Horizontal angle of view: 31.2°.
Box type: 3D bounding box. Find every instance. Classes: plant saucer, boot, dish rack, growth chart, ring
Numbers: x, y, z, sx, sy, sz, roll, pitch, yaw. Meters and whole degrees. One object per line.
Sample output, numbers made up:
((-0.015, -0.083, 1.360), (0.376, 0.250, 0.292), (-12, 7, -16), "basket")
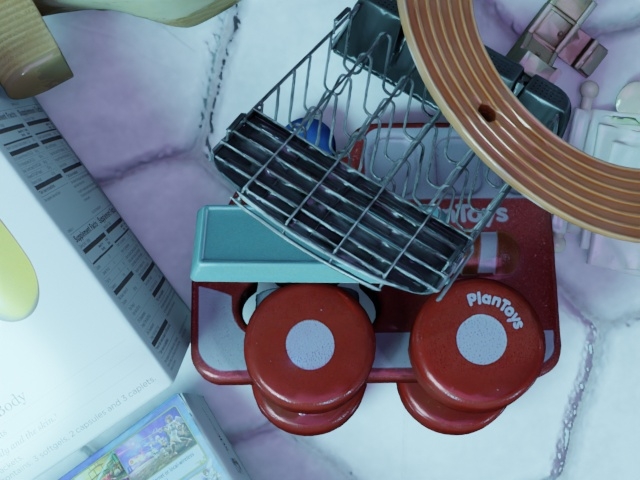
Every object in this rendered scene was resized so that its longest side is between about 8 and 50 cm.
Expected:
((0.000, 0.000, 0.856), (0.192, 0.018, 0.067), (0, 54, 2), "plant saucer")
((-0.175, -0.259, 0.902), (0.295, 0.104, 0.211), (-29, 81, -13), "boot")
((0.054, -0.068, 0.843), (0.208, 0.271, 0.074), (31, 141, 11), "dish rack")
((0.312, -0.034, 0.985), (0.237, 0.021, 0.172), (18, 98, -4), "growth chart")
((0.203, -0.146, 0.867), (0.337, 0.032, 0.336), (11, 62, -21), "ring")

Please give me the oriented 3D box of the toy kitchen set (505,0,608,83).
((0.205, -0.158, 0.935), (0.068, 0.075, 0.083), (35, 100, -8), "toy kitchen set")

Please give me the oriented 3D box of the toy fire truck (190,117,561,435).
((0.049, 0.023, 0.934), (0.302, 0.169, 0.254), (0, 73, 0), "toy fire truck")

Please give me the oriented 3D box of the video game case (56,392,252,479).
((-0.151, 0.302, 0.953), (0.269, 0.061, 0.244), (-36, 73, 7), "video game case")

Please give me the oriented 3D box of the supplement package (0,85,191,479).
((-0.258, 0.035, 0.891), (0.199, 0.198, 0.262), (-34, 98, 5), "supplement package")
